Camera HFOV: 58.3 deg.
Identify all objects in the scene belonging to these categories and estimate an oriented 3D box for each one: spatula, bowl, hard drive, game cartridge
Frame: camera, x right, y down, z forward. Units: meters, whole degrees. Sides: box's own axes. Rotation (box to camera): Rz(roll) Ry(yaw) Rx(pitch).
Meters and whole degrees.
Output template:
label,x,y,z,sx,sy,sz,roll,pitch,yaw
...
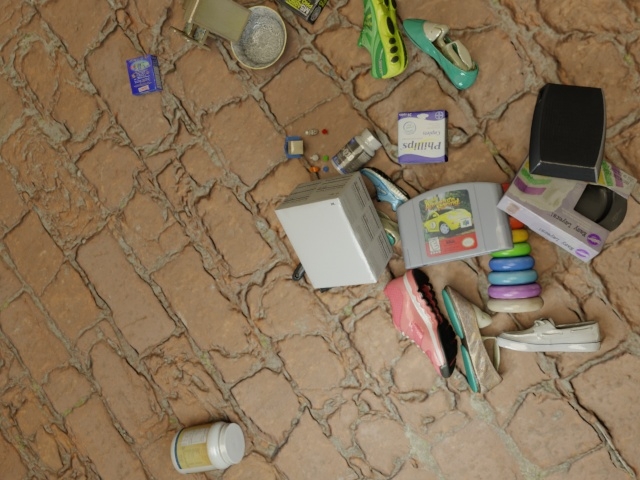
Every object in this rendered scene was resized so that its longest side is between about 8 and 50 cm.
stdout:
label,x,y,z,sx,sy,sz,roll,pitch,yaw
spatula,0.000,0.000,1.682,0.084,0.030,0.296,33,106,1
bowl,-0.163,-0.569,1.631,0.170,0.080,0.170,2,97,17
hard drive,0.600,-0.268,1.380,0.172,0.054,0.254,10,68,12
game cartridge,0.339,-0.045,1.496,0.294,0.060,0.196,-15,76,33

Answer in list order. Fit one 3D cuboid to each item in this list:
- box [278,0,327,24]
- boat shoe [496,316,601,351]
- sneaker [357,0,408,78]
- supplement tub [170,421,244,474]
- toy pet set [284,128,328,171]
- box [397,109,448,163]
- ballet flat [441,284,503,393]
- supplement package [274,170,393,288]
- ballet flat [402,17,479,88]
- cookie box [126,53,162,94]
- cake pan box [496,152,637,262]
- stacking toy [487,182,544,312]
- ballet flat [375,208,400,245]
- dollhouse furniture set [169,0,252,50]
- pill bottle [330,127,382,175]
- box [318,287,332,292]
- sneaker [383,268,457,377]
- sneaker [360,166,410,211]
label,x,y,z,sx,sy,sz,roll,pitch,yaw
box,-0.075,-0.768,1.589,0.270,0.060,0.216,37,107,10
boat shoe,0.595,0.243,1.506,0.258,0.095,0.084,-1,92,7
sneaker,0.141,-0.568,1.515,0.123,0.109,0.295,-18,78,42
supplement tub,-0.357,0.657,1.823,0.200,0.144,0.144,-15,93,18
toy pet set,-0.042,-0.261,1.659,0.114,0.065,0.122,-4,101,-17
box,0.276,-0.276,1.538,0.126,0.072,0.137,0,98,18
ballet flat,0.421,0.258,1.562,0.106,0.107,0.316,-18,97,-1
supplement package,0.040,-0.022,1.530,0.204,0.145,0.261,-9,118,34
ballet flat,0.320,-0.505,1.482,0.247,0.083,0.087,48,147,3
cookie box,-0.547,-0.512,1.780,0.092,0.040,0.107,-7,95,18
cake pan box,0.602,-0.112,1.394,0.267,0.070,0.245,35,71,9
stacking toy,0.496,0.015,1.488,0.141,0.141,0.330,-4,90,18
ballet flat,0.117,-0.068,1.615,0.248,0.086,0.086,29,105,7
dollhouse furniture set,-0.331,-0.654,1.586,0.242,0.161,0.212,40,110,38
pill bottle,0.101,-0.243,1.593,0.137,0.078,0.078,-43,84,18
box,0.010,0.107,1.688,0.067,0.018,0.083,-27,107,19
sneaker,0.278,0.238,1.604,0.136,0.116,0.313,-24,86,32
sneaker,0.169,-0.142,1.595,0.162,0.063,0.073,43,110,8
